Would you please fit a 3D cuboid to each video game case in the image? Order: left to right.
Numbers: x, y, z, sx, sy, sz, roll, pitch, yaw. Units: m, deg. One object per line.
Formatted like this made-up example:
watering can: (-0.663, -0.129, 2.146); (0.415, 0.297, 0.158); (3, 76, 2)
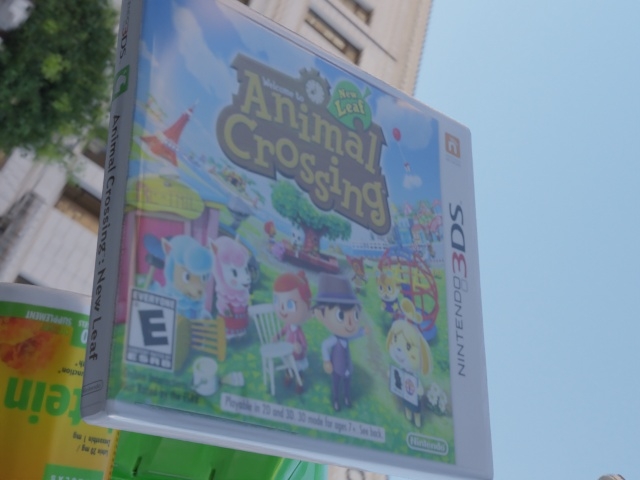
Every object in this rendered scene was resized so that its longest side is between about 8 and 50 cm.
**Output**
video game case: (0.000, 0.000, 0.418); (0.023, 0.212, 0.193); (-23, -122, 42)

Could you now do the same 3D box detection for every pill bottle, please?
pill bottle: (-0.235, 0.168, 0.763); (0.136, 0.136, 0.245); (-14, -116, 56)

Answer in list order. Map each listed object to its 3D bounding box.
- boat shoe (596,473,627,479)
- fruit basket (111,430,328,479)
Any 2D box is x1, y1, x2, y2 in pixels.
boat shoe: (0.378, 0.316, 1.069); (0.063, 0.184, 0.066); (-42, -161, -5)
fruit basket: (-0.165, 0.245, 1.161); (0.392, 0.392, 0.283); (-108, -161, -61)
